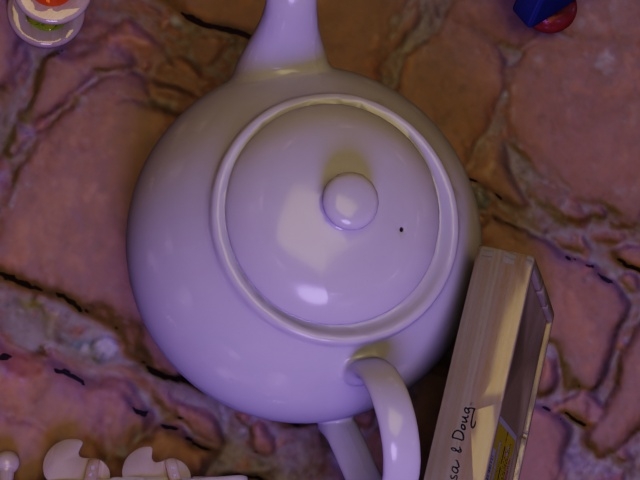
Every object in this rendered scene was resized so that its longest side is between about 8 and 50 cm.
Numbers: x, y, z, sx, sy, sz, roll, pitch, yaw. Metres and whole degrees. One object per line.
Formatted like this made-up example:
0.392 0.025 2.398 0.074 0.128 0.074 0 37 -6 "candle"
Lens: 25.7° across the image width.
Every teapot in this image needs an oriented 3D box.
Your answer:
0.000 0.000 0.883 0.256 0.187 0.252 35 75 -6 "teapot"

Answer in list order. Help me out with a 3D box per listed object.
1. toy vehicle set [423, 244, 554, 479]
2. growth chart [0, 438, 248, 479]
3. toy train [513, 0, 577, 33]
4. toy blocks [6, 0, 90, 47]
0.099 0.152 0.891 0.035 0.166 0.266 11 76 16 "toy vehicle set"
-0.098 0.209 0.864 0.237 0.021 0.172 9 54 -2 "growth chart"
0.214 -0.274 1.034 0.248 0.105 0.143 -34 76 -16 "toy train"
-0.201 -0.186 0.888 0.123 0.148 0.054 29 75 -6 "toy blocks"
